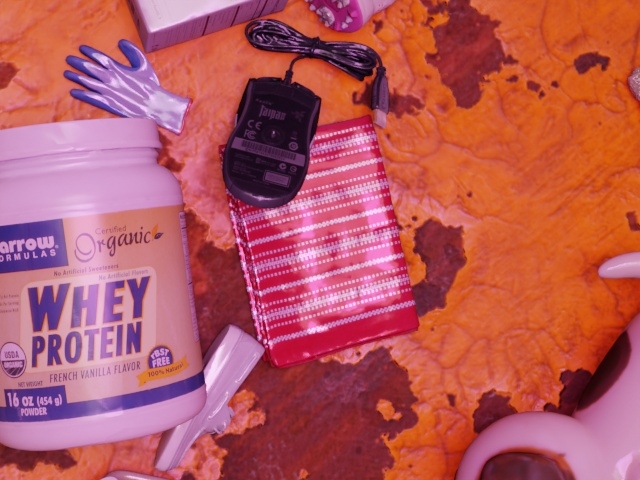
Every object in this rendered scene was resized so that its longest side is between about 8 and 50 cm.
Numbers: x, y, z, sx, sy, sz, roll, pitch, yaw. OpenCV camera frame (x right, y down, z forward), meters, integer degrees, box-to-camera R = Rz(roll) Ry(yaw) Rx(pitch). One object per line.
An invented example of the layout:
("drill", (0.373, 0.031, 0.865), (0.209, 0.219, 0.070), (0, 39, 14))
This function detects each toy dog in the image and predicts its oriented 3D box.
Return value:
("toy dog", (0.352, 0.242, 1.202), (0.408, 0.284, 0.395), (-27, 91, -9))

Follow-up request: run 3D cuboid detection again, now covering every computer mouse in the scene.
("computer mouse", (-0.015, -0.132, 1.242), (0.184, 0.060, 0.262), (10, 60, -7))

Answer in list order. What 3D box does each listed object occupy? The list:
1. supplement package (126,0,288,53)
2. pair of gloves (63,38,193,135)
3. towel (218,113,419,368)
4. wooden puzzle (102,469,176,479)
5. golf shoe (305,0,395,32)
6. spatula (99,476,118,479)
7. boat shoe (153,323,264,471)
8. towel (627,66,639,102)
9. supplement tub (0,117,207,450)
("supplement package", (-0.133, -0.300, 1.226), (0.179, 0.105, 0.105), (-21, 90, -12))
("pair of gloves", (-0.242, -0.134, 1.238), (0.159, 0.023, 0.198), (24, 83, -9))
("towel", (0.000, 0.000, 1.272), (0.199, 0.031, 0.275), (-12, 89, -12))
("wooden puzzle", (-0.127, 0.459, 1.194), (0.322, 0.080, 0.348), (14, 84, -10))
("golf shoe", (0.000, -0.403, 1.267), (0.140, 0.115, 0.306), (-33, 100, -22))
("spatula", (-0.248, 0.395, 1.143), (0.168, 0.019, 0.242), (-26, 71, 7))
("boat shoe", (-0.126, 0.188, 1.224), (0.063, 0.066, 0.184), (31, 75, -12))
("towel", (0.475, -0.193, 1.377), (0.148, 0.027, 0.110), (-24, 92, -12))
("supplement tub", (-0.248, 0.040, 1.112), (0.228, 0.228, 0.316), (-8, 92, -11))
